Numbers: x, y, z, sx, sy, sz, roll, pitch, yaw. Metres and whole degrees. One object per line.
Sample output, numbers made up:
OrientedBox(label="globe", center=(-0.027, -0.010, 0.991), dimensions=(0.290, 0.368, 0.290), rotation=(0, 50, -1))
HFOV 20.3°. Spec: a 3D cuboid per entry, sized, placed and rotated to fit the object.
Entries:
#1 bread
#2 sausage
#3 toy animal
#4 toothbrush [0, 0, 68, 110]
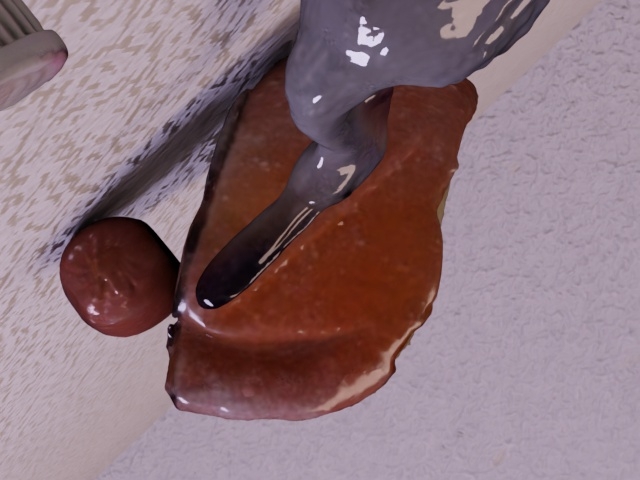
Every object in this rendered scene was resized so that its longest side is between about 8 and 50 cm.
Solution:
OrientedBox(label="bread", center=(0.004, -0.012, 0.937), dimensions=(0.244, 0.123, 0.190), rotation=(-76, -177, -78))
OrientedBox(label="sausage", center=(-0.100, 0.019, 0.900), dimensions=(0.054, 0.059, 0.094), rotation=(-39, 175, -2))
OrientedBox(label="toy animal", center=(0.033, -0.102, 0.676), dimensions=(0.195, 0.090, 0.324), rotation=(-34, 165, -21))
OrientedBox(label="toothbrush", center=(-0.173, 0.014, 0.383), dimensions=(0.307, 0.029, 0.025), rotation=(-36, 174, -37))
